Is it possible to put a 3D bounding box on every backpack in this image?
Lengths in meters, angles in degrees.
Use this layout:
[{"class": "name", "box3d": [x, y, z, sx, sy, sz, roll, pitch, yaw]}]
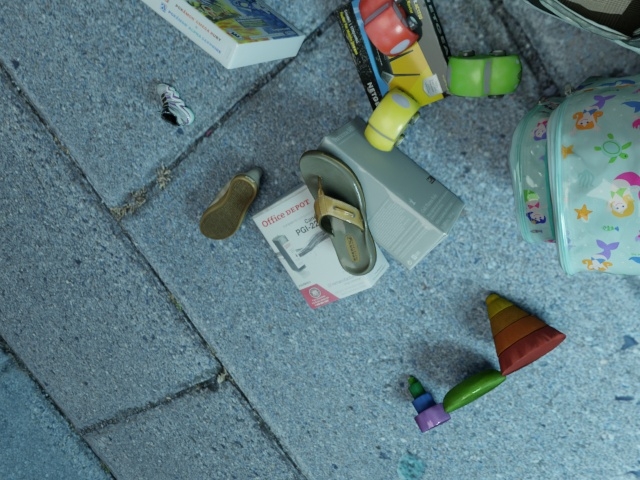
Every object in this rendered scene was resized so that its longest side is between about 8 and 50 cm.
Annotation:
[{"class": "backpack", "box3d": [0.336, -0.078, 0.625, 0.191, 0.253, 0.225, -1, 115, 31]}]

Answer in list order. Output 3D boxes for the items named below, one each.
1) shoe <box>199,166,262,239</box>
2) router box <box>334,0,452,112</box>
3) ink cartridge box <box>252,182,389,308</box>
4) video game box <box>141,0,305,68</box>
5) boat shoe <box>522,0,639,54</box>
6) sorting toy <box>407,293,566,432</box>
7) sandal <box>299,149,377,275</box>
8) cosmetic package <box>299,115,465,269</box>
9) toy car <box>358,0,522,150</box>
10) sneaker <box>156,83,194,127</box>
[{"class": "shoe", "box3d": [-0.180, -0.072, 1.061, 0.077, 0.058, 0.219, 34, 134, -15]}, {"class": "router box", "box3d": [0.116, -0.283, 0.772, 0.133, 0.046, 0.178, -15, 108, 34]}, {"class": "ink cartridge box", "box3d": [0.000, 0.000, 0.967, 0.159, 0.092, 0.217, -26, 99, 37]}, {"class": "video game box", "box3d": [-0.145, -0.343, 0.792, 0.187, 0.205, 0.048, 37, 124, 7]}, {"class": "boat shoe", "box3d": [0.379, -0.258, 0.586, 0.335, 0.119, 0.121, 21, 124, 18]}, {"class": "sorting toy", "box3d": [0.266, 0.220, 0.948, 0.126, 0.127, 0.365, 61, 137, 27]}, {"class": "sandal", "box3d": [0.024, -0.033, 0.796, 0.090, 0.060, 0.219, -2, 117, 33]}, {"class": "cosmetic package", "box3d": [0.100, -0.081, 0.843, 0.238, 0.127, 0.107, 41, 130, 2]}, {"class": "toy car", "box3d": [0.155, -0.229, 0.716, 0.225, 0.053, 0.238, 8, 119, 24]}, {"class": "sneaker", "box3d": [-0.299, -0.261, 1.011, 0.098, 0.069, 0.038, 47, 128, 0]}]
